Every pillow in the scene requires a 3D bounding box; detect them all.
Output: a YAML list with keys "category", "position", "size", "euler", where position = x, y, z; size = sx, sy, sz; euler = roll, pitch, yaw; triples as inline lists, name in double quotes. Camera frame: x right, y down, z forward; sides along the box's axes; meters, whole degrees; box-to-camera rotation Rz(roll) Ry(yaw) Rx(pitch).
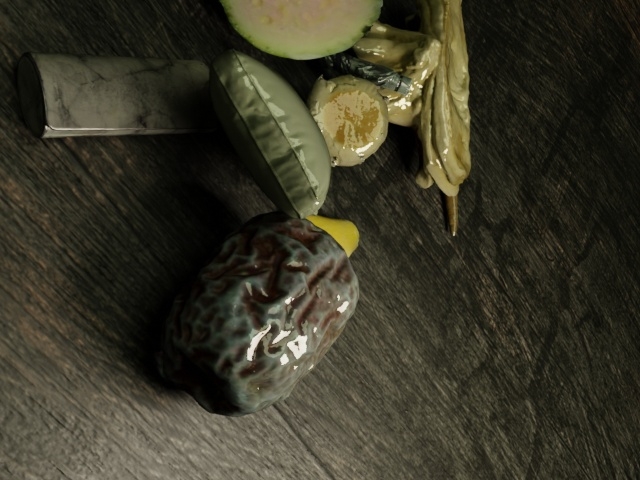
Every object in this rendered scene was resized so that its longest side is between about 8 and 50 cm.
- category: "pillow"
  position: [-0.066, -0.159, 1.310]
  size: [0.255, 0.119, 0.322]
  euler: [59, 6, -6]

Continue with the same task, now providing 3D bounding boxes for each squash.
- category: "squash"
  position: [-0.013, -0.517, 1.437]
  size: [0.263, 0.263, 0.384]
  euler: [30, 53, -38]

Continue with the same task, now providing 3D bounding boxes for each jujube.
- category: "jujube"
  position: [-0.084, 0.099, 1.253]
  size: [0.317, 0.226, 0.226]
  euler: [-44, 111, -38]

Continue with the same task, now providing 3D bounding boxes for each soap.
- category: "soap"
  position: [0.000, 0.000, 1.496]
  size: [0.168, 0.033, 0.089]
  euler: [11, 77, -45]

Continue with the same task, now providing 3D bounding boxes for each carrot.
- category: "carrot"
  position: [0.262, -0.133, 1.807]
  size: [0.049, 0.049, 0.254]
  euler: [9, 75, -45]

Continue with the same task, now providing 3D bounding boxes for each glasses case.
- category: "glasses case"
  position: [-0.271, -0.202, 1.242]
  size: [0.299, 0.060, 0.114]
  euler: [-10, 85, -48]

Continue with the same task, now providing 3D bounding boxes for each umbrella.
- category: "umbrella"
  position: [0.070, -0.298, 1.571]
  size: [0.188, 0.046, 0.050]
  euler: [22, 53, 2]

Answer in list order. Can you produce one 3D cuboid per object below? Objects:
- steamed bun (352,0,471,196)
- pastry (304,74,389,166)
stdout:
- category: "steamed bun"
  position: [0.169, -0.305, 1.683]
  size: [0.247, 0.189, 0.428]
  euler: [32, 55, -66]
- category: "pastry"
  position: [0.043, -0.206, 1.531]
  size: [0.166, 0.088, 0.166]
  euler: [2, 84, -15]
